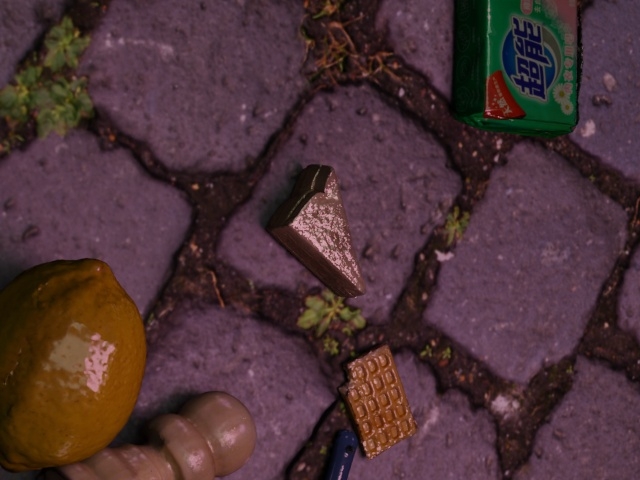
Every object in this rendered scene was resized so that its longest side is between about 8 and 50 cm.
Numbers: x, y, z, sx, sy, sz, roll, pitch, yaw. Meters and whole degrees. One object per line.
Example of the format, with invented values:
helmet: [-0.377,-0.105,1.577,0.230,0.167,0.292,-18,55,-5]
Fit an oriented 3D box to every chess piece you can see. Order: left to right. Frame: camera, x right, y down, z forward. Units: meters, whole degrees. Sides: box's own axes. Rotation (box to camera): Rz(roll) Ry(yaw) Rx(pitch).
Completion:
chess piece: [-0.190,0.268,1.719,0.261,0.143,0.142,-30,103,-30]

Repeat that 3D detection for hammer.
hammer: [0.010,0.335,1.864,0.116,0.069,0.194,28,67,-25]

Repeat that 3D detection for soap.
soap: [0.267,-0.285,2.000,0.218,0.098,0.273,4,84,-22]

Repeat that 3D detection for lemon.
lemon: [-0.298,0.140,1.618,0.204,0.204,0.260,24,90,-26]

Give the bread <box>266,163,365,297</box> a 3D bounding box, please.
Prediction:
bread: [0.016,-0.011,1.865,0.152,0.077,0.105,44,70,-22]

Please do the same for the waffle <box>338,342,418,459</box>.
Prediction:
waffle: [0.073,0.213,1.920,0.092,0.021,0.135,-26,101,-27]
